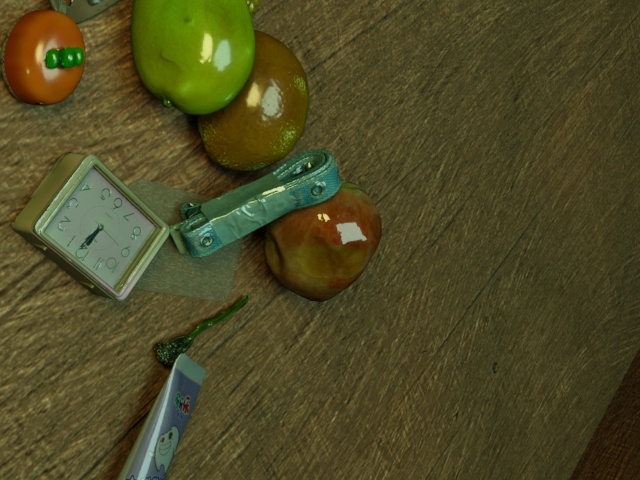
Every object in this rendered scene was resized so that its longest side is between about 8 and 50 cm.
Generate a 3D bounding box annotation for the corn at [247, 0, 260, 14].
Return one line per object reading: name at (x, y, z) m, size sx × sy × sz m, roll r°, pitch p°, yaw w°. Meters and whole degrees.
corn at (-0.161, -0.500, 1.272) m, size 0.102 × 0.102 × 0.313 m, roll -28°, pitch 115°, yaw -42°

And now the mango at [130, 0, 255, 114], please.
mango at (-0.197, -0.324, 1.207) m, size 0.149 × 0.185 × 0.273 m, roll -8°, pitch 86°, yaw -69°

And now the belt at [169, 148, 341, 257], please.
belt at (-0.107, -0.064, 1.341) m, size 0.302 × 0.087 × 0.072 m, roll -25°, pitch 133°, yaw -10°

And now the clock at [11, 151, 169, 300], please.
clock at (-0.334, -0.017, 1.184) m, size 0.192 × 0.071 × 0.147 m, roll 50°, pitch 61°, yaw -40°

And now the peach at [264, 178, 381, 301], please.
peach at (0.000, 0.000, 1.478) m, size 0.214 × 0.214 × 0.235 m, roll -8°, pitch 121°, yaw -47°

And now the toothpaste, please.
toothpaste at (-0.287, 0.368, 1.312) m, size 0.125 × 0.080 × 0.371 m, roll 62°, pitch 46°, yaw -62°

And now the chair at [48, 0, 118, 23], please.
chair at (-0.315, -0.458, 1.045) m, size 0.175 × 0.183 × 0.326 m, roll -46°, pitch 127°, yaw -32°

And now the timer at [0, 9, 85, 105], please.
timer at (-0.363, -0.245, 1.076) m, size 0.099 × 0.136 × 0.136 m, roll -5°, pitch 100°, yaw -54°

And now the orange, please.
orange at (-0.103, -0.231, 1.341) m, size 0.179 × 0.158 × 0.237 m, roll 15°, pitch 86°, yaw -47°

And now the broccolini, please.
broccolini at (-0.205, 0.148, 1.399) m, size 0.218 × 0.042 × 0.044 m, roll -39°, pitch 123°, yaw -44°

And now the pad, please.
pad at (-0.233, 0.005, 1.355) m, size 0.266 × 0.002 × 0.176 m, roll 15°, pitch 86°, yaw -49°
